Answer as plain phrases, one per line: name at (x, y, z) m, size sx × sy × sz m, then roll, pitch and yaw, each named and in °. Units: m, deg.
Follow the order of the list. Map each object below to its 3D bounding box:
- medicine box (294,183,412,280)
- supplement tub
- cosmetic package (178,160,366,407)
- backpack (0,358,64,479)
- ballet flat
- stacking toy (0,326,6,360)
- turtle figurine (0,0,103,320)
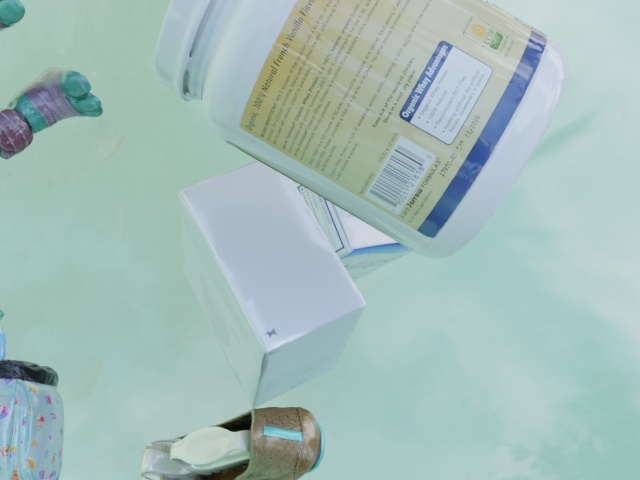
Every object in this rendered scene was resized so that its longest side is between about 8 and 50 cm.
medicine box at (0.000, 0.000, 1.458) m, size 0.263 × 0.289 × 0.149 m, roll -7°, pitch 73°, yaw -52°
supplement tub at (0.034, -0.149, 0.738) m, size 0.316 × 0.228 × 0.228 m, roll 30°, pitch 49°, yaw -1°
cosmetic package at (-0.070, 0.056, 1.019) m, size 0.138 × 0.225 × 0.224 m, roll -24°, pitch 69°, yaw -18°
backpack at (-0.423, 0.262, 1.127) m, size 0.152 × 0.115 × 0.182 m, roll 42°, pitch 43°, yaw -67°
ballet flat at (-0.146, 0.278, 1.011) m, size 0.124 × 0.342 × 0.116 m, roll 23°, pitch 54°, yaw -36°
stacking toy at (-0.585, 0.098, 1.115) m, size 0.165 × 0.302 × 0.175 m, roll -37°, pitch 62°, yaw -11°
turtle figurine at (-0.244, -0.036, 0.475) m, size 0.118 × 0.175 × 0.234 m, roll 26°, pitch 70°, yaw 24°
